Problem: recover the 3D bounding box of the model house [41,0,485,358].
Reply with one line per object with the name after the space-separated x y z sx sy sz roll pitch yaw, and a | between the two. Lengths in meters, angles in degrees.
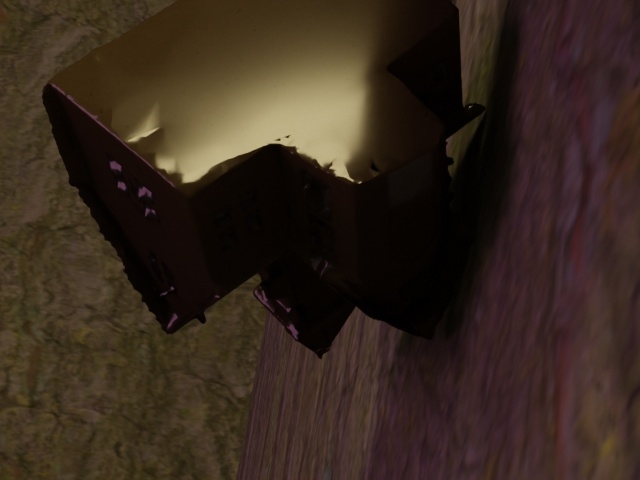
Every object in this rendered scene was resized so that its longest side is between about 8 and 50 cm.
0.000 0.000 0.698 0.181 0.176 0.248 -36 -35 -18 | model house
